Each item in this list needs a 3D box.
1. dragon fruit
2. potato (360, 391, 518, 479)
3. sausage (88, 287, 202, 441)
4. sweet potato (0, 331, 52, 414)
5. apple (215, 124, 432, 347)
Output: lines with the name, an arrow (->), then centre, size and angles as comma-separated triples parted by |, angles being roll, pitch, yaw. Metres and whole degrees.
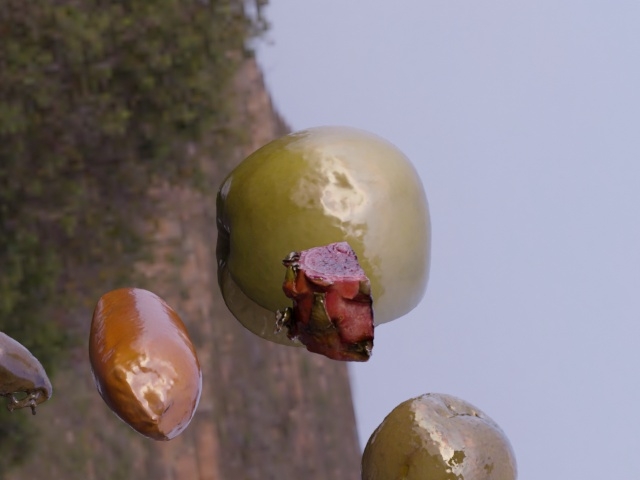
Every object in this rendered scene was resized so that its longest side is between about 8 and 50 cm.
dragon fruit -> -0.001, 0.061, 1.692 | 0.147, 0.096, 0.102 | -118, -152, -64
potato -> 0.109, 0.256, 1.638 | 0.157, 0.157, 0.194 | -128, -124, -74
sausage -> -0.150, 0.099, 1.374 | 0.238, 0.098, 0.098 | -125, -153, -74
sweet potato -> -0.401, 0.092, 1.104 | 0.130, 0.423, 0.130 | 170, -90, -88
apple -> 0.000, 0.000, 2.022 | 0.292, 0.254, 0.292 | 177, -90, -75
